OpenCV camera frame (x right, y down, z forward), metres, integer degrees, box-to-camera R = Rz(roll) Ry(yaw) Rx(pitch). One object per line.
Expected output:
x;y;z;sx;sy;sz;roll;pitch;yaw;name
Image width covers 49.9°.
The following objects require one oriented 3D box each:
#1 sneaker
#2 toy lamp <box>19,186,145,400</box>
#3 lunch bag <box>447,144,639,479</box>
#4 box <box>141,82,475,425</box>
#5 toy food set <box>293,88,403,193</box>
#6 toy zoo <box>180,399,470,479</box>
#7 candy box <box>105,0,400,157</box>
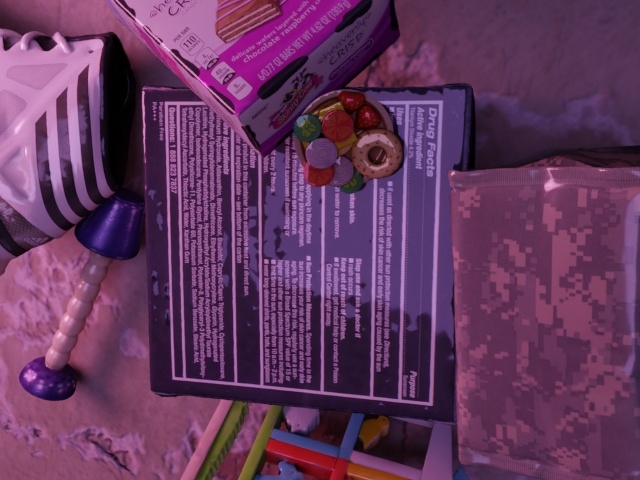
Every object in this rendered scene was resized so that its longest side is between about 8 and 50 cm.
-0.363;-0.203;0.787;0.257;0.169;0.447;-30;79;-7;sneaker
-0.283;0.064;0.825;0.080;0.080;0.274;29;105;8;toy lamp
0.233;0.040;0.589;0.169;0.287;0.235;3;100;37;lunch bag
0.000;0.000;0.683;0.294;0.183;0.296;3;99;15;box
0.019;-0.078;0.550;0.082;0.020;0.083;-25;113;6;toy food set
0.020;0.235;0.723;0.293;0.192;0.030;13;134;13;toy zoo
-0.071;-0.203;0.581;0.159;0.071;0.233;-43;65;-6;candy box
